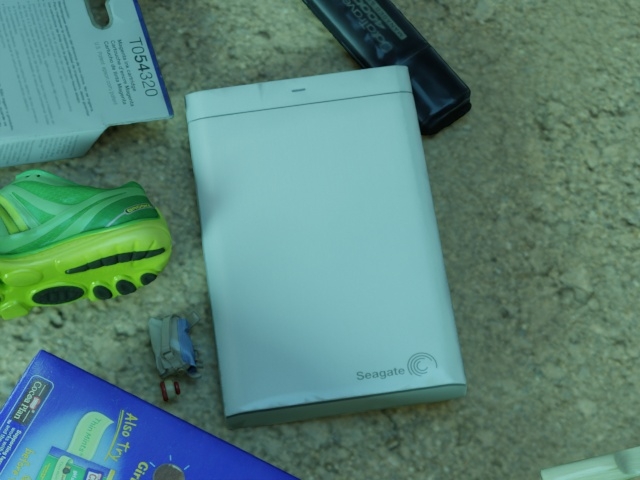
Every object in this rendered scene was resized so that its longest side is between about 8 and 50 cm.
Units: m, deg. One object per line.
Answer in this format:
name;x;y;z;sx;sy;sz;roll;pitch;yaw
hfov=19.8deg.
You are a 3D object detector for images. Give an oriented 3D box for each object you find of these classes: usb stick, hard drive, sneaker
usb stick;0.052;-0.227;1.954;0.077;0.045;0.278;-36;75;-15
hard drive;0.000;0.000;1.811;0.233;0.047;0.353;-8;65;-3
sneaker;-0.294;0.003;1.757;0.295;0.109;0.123;-5;47;-14

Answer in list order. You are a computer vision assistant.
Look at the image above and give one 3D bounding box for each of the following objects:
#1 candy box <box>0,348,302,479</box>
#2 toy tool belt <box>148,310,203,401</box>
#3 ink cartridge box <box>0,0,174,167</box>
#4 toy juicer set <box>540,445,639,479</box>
candy box;-0.168;0.289;1.572;0.317;0.122;0.268;27;61;5
toy tool belt;-0.133;0.109;1.748;0.051;0.052;0.083;-12;67;-6
ink cartridge box;-0.351;-0.224;1.861;0.330;0.071;0.324;-8;65;-24
toy juicer set;0.267;0.326;1.698;0.209;0.089;0.329;6;71;7
